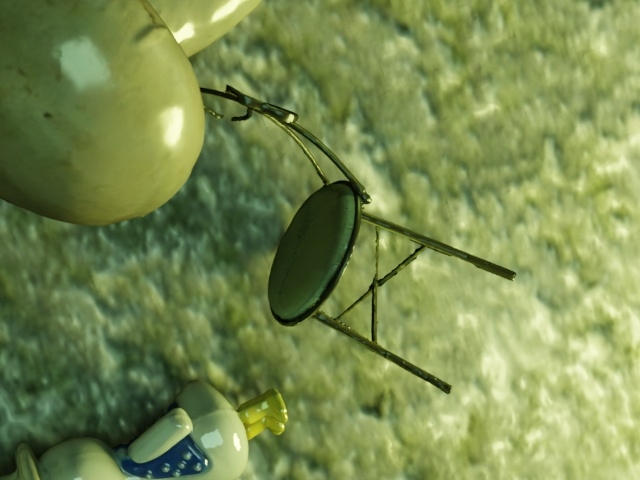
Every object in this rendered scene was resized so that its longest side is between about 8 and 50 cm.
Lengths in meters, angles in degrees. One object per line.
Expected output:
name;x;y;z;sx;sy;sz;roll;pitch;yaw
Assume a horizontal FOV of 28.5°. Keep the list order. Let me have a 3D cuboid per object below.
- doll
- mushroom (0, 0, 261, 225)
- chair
doll;-0.170;0.208;1.154;0.293;0.138;0.119;-18;62;-16
mushroom;-0.192;-0.171;1.023;0.292;0.292;0.290;46;66;-17
chair;0.000;0.000;1.159;0.326;0.160;0.170;28;88;-23
